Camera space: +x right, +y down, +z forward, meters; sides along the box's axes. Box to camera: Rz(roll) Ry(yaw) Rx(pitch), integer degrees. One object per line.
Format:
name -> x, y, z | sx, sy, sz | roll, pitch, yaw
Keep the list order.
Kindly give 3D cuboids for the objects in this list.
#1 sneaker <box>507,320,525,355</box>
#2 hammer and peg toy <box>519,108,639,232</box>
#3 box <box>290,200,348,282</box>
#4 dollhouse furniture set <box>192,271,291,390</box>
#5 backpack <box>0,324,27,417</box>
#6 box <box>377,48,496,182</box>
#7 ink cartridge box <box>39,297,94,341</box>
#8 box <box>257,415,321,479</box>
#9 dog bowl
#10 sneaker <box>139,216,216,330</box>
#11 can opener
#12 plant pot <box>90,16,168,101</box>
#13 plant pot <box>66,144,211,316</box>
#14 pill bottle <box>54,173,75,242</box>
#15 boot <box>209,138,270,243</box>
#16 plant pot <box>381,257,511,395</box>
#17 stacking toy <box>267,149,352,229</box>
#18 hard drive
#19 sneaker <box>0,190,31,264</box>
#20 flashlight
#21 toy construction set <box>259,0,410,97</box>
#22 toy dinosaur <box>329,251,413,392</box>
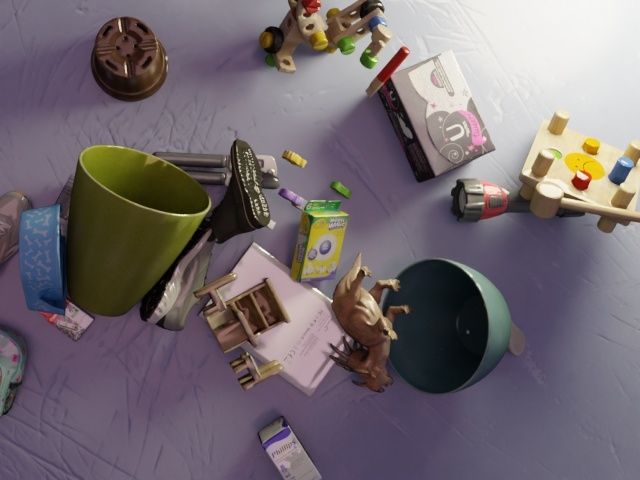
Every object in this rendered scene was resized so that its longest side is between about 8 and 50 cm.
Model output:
sneaker -> 0.424, 0.212, 2.047 | 0.051, 0.070, 0.134 | -50, 127, -16
hammer and peg toy -> 0.571, -0.121, 1.923 | 0.266, 0.127, 0.361 | 24, 43, 8
box -> 0.000, 0.000, 1.926 | 0.105, 0.043, 0.179 | -4, 111, -40
dollhouse furniture set -> -0.142, 0.162, 1.804 | 0.161, 0.242, 0.212 | -27, 94, -10
backpack -> -0.694, 0.261, 1.799 | 0.166, 0.144, 0.188 | 22, 82, -3
box -> 0.258, -0.276, 1.974 | 0.163, 0.142, 0.247 | -25, 94, -9
ink cartridge box -> -0.548, 0.158, 1.881 | 0.115, 0.029, 0.063 | 38, 83, -8
box -> -0.069, 0.465, 1.911 | 0.072, 0.126, 0.137 | -32, 94, -7
dog bowl -> -0.535, 0.041, 1.705 | 0.074, 0.297, 0.165 | 0, 65, -14
sneaker -> -0.285, 0.070, 1.907 | 0.108, 0.100, 0.271 | 34, 80, -32
can opener -> -0.227, -0.156, 1.917 | 0.281, 0.093, 0.074 | 3, 94, -7
plant pot -> -0.403, -0.387, 1.849 | 0.167, 0.165, 0.166 | 0, 90, -10
plant pot -> -0.405, -0.002, 1.800 | 0.275, 0.274, 0.293 | 23, 112, -9
pill bottle -> -0.524, -0.065, 1.865 | 0.078, 0.078, 0.137 | 28, 84, -8
boot -> -0.191, -0.101, 1.853 | 0.077, 0.137, 0.197 | 13, 59, -50
plant pot -> 0.304, 0.186, 1.931 | 0.195, 0.290, 0.290 | 4, 88, -44
stacking toy -> -0.034, -0.077, 1.924 | 0.221, 0.052, 0.166 | 30, 85, -39
hard drive -> -0.088, 0.175, 1.956 | 0.308, 0.040, 0.203 | 37, 83, -7
sneaker -> -0.683, 0.016, 1.814 | 0.099, 0.121, 0.262 | 29, 84, -9
flashlight -> 0.458, -0.093, 2.034 | 0.304, 0.103, 0.103 | -1, 55, -14
toy construction set -> 0.015, -0.431, 1.920 | 0.309, 0.257, 0.237 | 49, 126, 10
toy dinosaur -> 0.084, 0.175, 1.917 | 0.127, 0.200, 0.295 | 3, 56, -49
